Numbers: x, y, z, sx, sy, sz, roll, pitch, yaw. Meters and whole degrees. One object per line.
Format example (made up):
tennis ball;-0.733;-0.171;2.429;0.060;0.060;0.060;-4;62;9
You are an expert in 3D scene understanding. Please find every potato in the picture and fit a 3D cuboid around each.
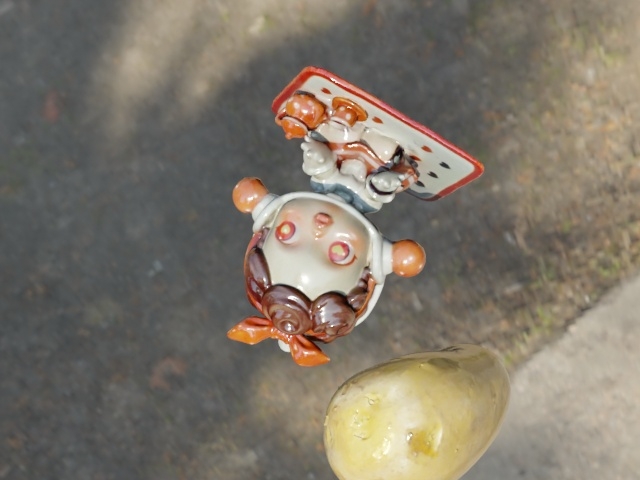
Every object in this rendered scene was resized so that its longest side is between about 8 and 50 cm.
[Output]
potato;0.092;0.172;1.471;0.150;0.234;0.146;9;98;33

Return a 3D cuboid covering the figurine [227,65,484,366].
figurine;0.000;0.000;1.363;0.183;0.160;0.226;30;74;-8
